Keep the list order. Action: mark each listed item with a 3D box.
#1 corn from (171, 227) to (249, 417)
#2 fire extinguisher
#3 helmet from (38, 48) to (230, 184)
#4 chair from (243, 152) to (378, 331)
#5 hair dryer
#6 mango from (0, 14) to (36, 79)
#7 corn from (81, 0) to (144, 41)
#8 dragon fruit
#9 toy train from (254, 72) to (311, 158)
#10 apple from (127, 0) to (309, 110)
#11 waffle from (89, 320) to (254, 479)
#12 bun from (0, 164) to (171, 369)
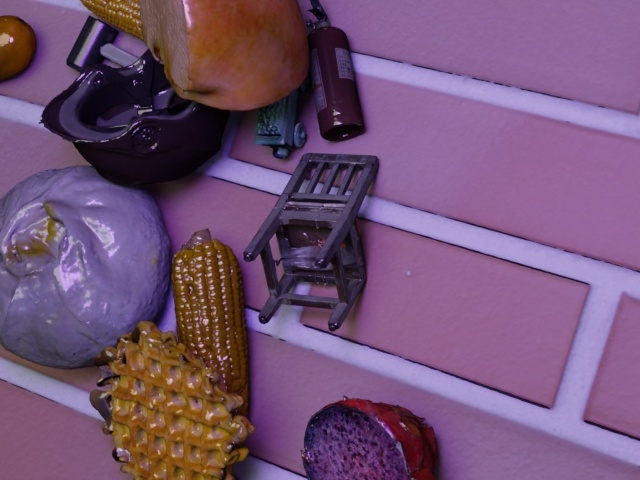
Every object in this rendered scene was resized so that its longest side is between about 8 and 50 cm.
[{"bbox_3d":[-0.172,0.138,1.879,0.119,0.119,0.321,-8,82,22],"label":"corn"},{"bbox_3d":[0.012,-0.279,1.887,0.071,0.099,0.231,-14,76,16],"label":"fire extinguisher"},{"bbox_3d":[-0.282,-0.183,1.919,0.305,0.177,0.225,-27,43,-13],"label":"helmet"},{"bbox_3d":[0.000,0.000,1.838,0.136,0.147,0.270,4,38,21],"label":"chair"},{"bbox_3d":[-0.346,-0.311,2.077,0.198,0.057,0.100,27,93,20],"label":"hair dryer"},{"bbox_3d":[-0.588,-0.347,2.163,0.163,0.089,0.111,-11,77,30],"label":"mango"},{"bbox_3d":[-0.312,-0.395,2.051,0.260,0.091,0.091,30,58,25],"label":"corn"},{"bbox_3d":[0.097,0.318,1.729,0.224,0.148,0.218,42,127,24],"label":"dragon fruit"},{"bbox_3d":[-0.062,-0.220,1.907,0.070,0.099,0.172,3,82,21],"label":"toy train"},{"bbox_3d":[-0.159,-0.339,1.807,0.252,0.314,0.309,-51,37,4],"label":"apple"},{"bbox_3d":[-0.233,0.268,1.826,0.329,0.062,0.329,12,109,38],"label":"waffle"},{"bbox_3d":[-0.423,0.035,1.954,0.362,0.211,0.361,-5,76,22],"label":"bun"}]
